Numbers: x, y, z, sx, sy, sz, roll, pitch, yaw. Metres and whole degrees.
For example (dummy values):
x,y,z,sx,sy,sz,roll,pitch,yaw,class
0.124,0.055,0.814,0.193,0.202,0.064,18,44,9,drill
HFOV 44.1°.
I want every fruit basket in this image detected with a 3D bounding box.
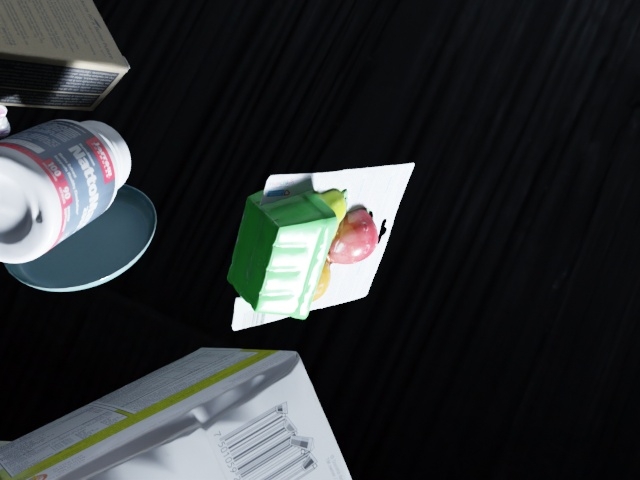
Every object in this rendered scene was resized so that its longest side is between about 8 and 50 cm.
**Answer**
x,y,z,sx,sy,sz,roll,pitch,yaw,class
0.000,0.000,1.496,0.353,0.327,0.165,-15,-137,-43,fruit basket

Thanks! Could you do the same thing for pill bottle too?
x,y,z,sx,sy,sz,roll,pitch,yaw,class
-0.260,-0.059,0.768,0.107,0.108,0.180,25,-155,3,pill bottle

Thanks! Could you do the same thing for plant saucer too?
x,y,z,sx,sy,sz,roll,pitch,yaw,class
-0.492,-0.005,1.634,0.317,0.318,0.044,21,141,27,plant saucer

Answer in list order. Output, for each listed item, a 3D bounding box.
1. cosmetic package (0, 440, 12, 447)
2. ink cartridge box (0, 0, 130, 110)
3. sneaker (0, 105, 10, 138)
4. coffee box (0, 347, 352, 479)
x,y,z,sx,sy,sz,roll,pitch,yaw,class
-0.469,0.345,1.210,0.041,0.060,0.115,6,159,-7,cosmetic package
-0.353,-0.263,0.881,0.193,0.088,0.235,-7,-118,-56,ink cartridge box
-0.653,-0.261,1.517,0.095,0.105,0.236,-12,174,-26,sneaker
-0.172,0.353,0.974,0.334,0.338,0.338,-13,100,61,coffee box
